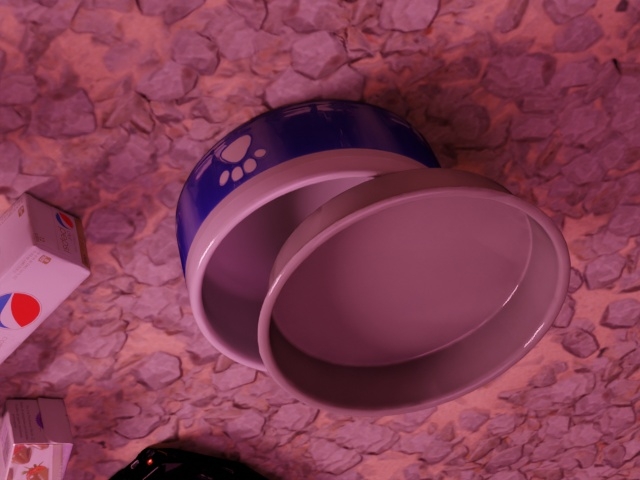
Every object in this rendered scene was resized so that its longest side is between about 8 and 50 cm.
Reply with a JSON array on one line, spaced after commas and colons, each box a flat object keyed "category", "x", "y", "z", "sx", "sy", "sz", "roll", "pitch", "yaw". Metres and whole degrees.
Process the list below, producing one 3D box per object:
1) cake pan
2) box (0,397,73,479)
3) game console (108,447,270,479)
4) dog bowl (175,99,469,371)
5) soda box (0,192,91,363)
[{"category": "cake pan", "x": 0.081, "y": 0.046, "z": 1.540, "sx": 0.293, "sy": 0.054, "sz": 0.293, "roll": -10, "pitch": 135, "yaw": -10}, {"category": "box", "x": -0.324, "y": 0.296, "z": 1.794, "sx": 0.063, "sy": 0.067, "sz": 0.324, "roll": 2, "pitch": 131, "yaw": -21}, {"category": "game console", "x": -0.209, "y": 0.363, "z": 1.915, "sx": 0.361, "sy": 0.044, "sz": 0.213, "roll": -42, "pitch": 132, "yaw": 23}, {"category": "dog bowl", "x": 0.000, "y": 0.000, "z": 1.583, "sx": 0.265, "sy": 0.104, "sz": 0.265, "roll": -10, "pitch": 136, "yaw": -9}, {"category": "soda box", "x": -0.305, "y": 0.059, "z": 1.558, "sx": 0.069, "sy": 0.074, "sz": 0.216, "roll": 27, "pitch": 120, "yaw": -37}]
